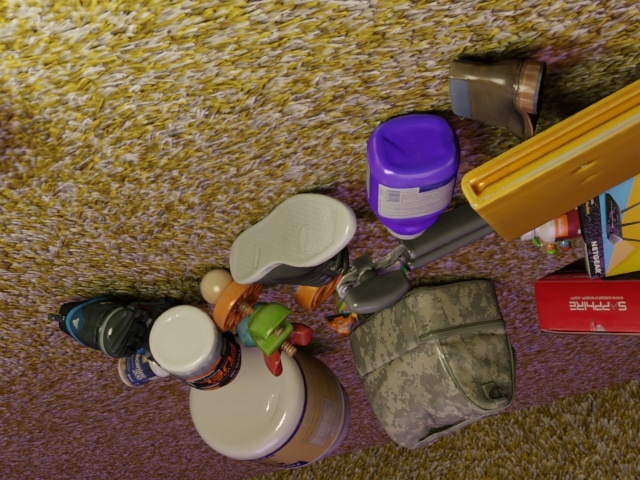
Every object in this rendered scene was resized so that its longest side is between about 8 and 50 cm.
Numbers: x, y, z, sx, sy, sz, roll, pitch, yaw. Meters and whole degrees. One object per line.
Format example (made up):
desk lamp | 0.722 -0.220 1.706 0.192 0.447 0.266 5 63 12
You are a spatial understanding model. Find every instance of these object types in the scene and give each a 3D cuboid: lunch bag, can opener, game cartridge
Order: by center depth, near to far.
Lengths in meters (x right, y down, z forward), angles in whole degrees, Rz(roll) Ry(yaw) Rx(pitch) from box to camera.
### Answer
game cartridge | 0.336 -0.101 1.682 0.285 0.052 0.324 -29 167 10
can opener | 0.149 0.025 1.939 0.280 0.093 0.074 -29 156 -13
lunch bag | 0.216 0.239 2.444 0.213 0.256 0.305 -4 161 -33

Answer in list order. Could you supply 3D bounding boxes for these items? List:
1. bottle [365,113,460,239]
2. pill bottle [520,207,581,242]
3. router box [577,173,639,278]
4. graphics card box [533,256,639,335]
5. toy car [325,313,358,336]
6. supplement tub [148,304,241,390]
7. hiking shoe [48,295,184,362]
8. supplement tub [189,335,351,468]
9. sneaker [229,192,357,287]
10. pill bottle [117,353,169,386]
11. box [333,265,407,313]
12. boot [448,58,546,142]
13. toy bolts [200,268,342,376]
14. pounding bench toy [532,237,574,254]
bottle | 0.119 -0.075 1.723 0.118 0.092 0.283 -9 162 0
pill bottle | 0.371 -0.043 1.960 0.152 0.086 0.086 -10 162 2
router box | 0.442 -0.042 1.888 0.133 0.179 0.046 -12 -155 5
graphics card box | 0.535 0.054 2.048 0.233 0.094 0.371 -3 -168 46
toy car | 0.041 0.152 2.457 0.060 0.040 0.122 -9 162 -3
supplement tub | -0.201 0.183 2.159 0.117 0.117 0.190 -13 161 11
hiking shoe | -0.321 0.134 2.169 0.132 0.113 0.304 17 177 19
supplement tub | -0.091 0.330 2.609 0.241 0.241 0.331 -16 161 18
sneaker | 0.000 0.000 1.890 0.147 0.104 0.296 1 165 -34
pill bottle | -0.321 0.233 2.476 0.120 0.067 0.067 -20 159 29
box | 0.085 0.088 2.287 0.105 0.043 0.179 -6 163 -10
boot | 0.210 -0.173 1.548 0.106 0.082 0.219 11 170 9
toy bolts | -0.088 0.094 2.152 0.218 0.158 0.228 -46 162 -22
pounding bench toy | 0.359 -0.011 2.086 0.083 0.065 0.052 -13 162 11
